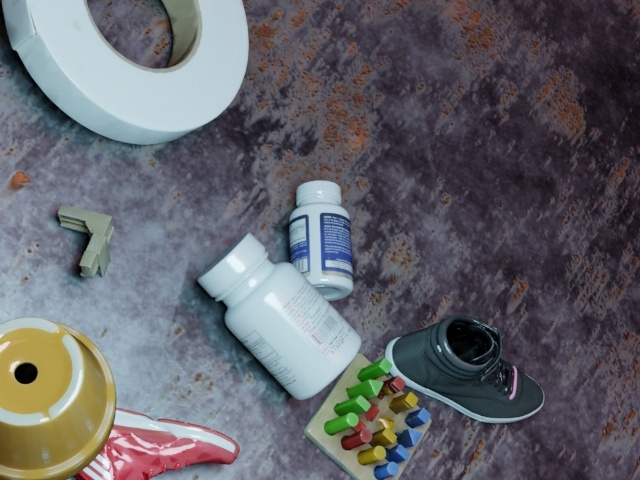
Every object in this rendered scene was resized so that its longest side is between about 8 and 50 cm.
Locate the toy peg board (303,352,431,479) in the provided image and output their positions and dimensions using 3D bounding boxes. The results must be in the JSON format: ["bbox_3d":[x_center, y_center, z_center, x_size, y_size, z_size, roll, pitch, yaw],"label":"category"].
[{"bbox_3d":[0.088,0.267,1.763,0.161,0.079,0.161,43,55,-9],"label":"toy peg board"}]

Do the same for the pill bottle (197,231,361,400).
[{"bbox_3d":[-0.062,0.105,1.704,0.229,0.131,0.131,47,54,-7],"label":"pill bottle"}]

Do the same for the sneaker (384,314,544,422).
[{"bbox_3d":[0.260,0.203,1.853,0.296,0.147,0.104,22,59,-24],"label":"sneaker"}]

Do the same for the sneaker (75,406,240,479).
[{"bbox_3d":[-0.222,0.299,1.571,0.221,0.087,0.128,15,71,-13],"label":"sneaker"}]

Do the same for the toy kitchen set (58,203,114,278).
[{"bbox_3d":[-0.329,0.010,1.640,0.075,0.068,0.083,14,60,5],"label":"toy kitchen set"}]

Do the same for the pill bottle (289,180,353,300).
[{"bbox_3d":[0.000,0.000,1.808,0.094,0.094,0.169,10,66,-28],"label":"pill bottle"}]

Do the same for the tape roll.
[{"bbox_3d":[-0.276,-0.331,1.742,0.392,0.072,0.392,15,66,-39],"label":"tape roll"}]

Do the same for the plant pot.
[{"bbox_3d":[-0.346,0.178,1.430,0.205,0.188,0.205,4,68,-9],"label":"plant pot"}]
